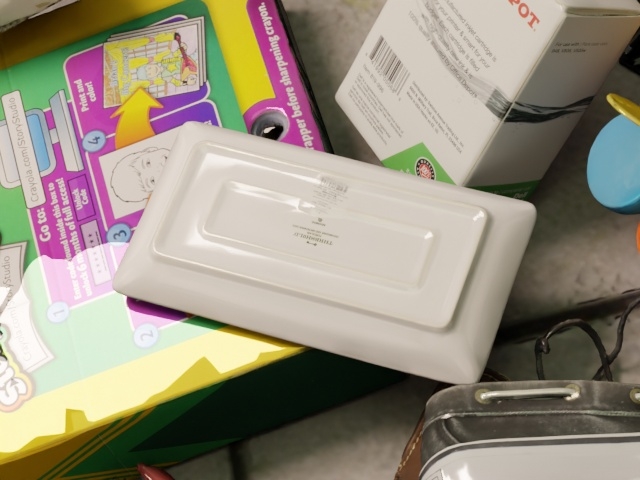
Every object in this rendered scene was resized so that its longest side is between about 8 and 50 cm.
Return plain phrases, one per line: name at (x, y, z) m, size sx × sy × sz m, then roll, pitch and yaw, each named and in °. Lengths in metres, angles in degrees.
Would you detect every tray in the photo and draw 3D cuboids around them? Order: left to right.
tray at (0.000, 0.000, 1.307) m, size 0.270 × 0.030 × 0.145 m, roll 14°, pitch 65°, yaw 17°

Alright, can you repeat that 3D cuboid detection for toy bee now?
toy bee at (0.269, -0.025, 1.276) m, size 0.195 × 0.298 × 0.162 m, roll -8°, pitch 14°, yaw -35°

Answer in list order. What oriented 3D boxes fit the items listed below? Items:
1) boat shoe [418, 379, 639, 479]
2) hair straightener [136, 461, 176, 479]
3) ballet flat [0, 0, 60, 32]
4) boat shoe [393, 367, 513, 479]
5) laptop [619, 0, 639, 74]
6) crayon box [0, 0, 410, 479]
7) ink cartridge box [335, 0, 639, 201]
boat shoe at (0.226, 0.129, 1.221) m, size 0.335 × 0.121 × 0.119 m, roll 2°, pitch 50°, yaw -7°
hair straightener at (-0.070, 0.256, 1.309) m, size 0.230 × 0.047 × 0.089 m, roll 40°, pitch 92°, yaw 23°
ballet flat at (-0.173, -0.266, 1.464) m, size 0.482 × 0.164 × 0.182 m, roll -31°, pitch 34°, yaw -30°
boat shoe at (0.081, 0.192, 1.265) m, size 0.095 × 0.095 × 0.257 m, roll 7°, pitch 64°, yaw 18°
laptop at (0.304, -0.240, 1.421) m, size 0.234 × 0.264 × 0.136 m, roll -48°, pitch 25°, yaw -14°
crayon box at (-0.139, -0.015, 1.431) m, size 0.313 × 0.106 × 0.363 m, roll -20°, pitch 59°, yaw 4°
ink cartridge box at (0.118, -0.132, 1.368) m, size 0.087 × 0.208 × 0.153 m, roll -6°, pitch 49°, yaw -38°
